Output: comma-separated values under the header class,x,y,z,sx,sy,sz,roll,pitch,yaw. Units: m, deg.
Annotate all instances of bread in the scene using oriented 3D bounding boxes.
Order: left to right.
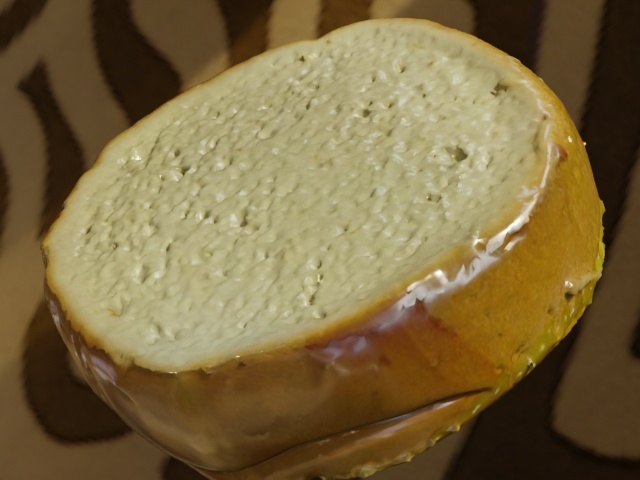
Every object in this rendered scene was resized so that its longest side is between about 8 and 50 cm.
class,x,y,z,sx,sy,sz,roll,pitch,yaw
bread,0.000,0.000,0.776,0.236,0.070,0.236,-15,34,10
